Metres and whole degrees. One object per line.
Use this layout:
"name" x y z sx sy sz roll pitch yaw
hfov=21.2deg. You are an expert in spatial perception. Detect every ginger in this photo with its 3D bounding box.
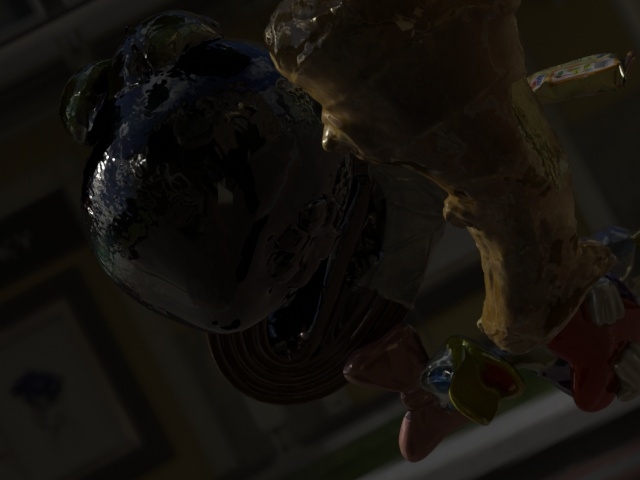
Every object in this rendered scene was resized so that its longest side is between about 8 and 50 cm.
"ginger" 0.071 -0.042 0.904 0.131 0.294 0.086 -25 35 2

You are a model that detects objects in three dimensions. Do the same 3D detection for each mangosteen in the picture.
"mangosteen" -0.088 -0.055 1.261 0.243 0.243 0.243 -28 0 0

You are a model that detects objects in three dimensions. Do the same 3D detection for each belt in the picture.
"belt" 0.000 0.000 1.713 0.122 0.217 0.339 -106 37 -64

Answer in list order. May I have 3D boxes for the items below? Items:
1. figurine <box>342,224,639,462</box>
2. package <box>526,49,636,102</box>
"figurine" 0.235 0.074 1.660 0.421 0.154 0.193 -34 22 1
"package" 0.245 -0.154 1.648 0.120 0.031 0.108 -13 13 15
